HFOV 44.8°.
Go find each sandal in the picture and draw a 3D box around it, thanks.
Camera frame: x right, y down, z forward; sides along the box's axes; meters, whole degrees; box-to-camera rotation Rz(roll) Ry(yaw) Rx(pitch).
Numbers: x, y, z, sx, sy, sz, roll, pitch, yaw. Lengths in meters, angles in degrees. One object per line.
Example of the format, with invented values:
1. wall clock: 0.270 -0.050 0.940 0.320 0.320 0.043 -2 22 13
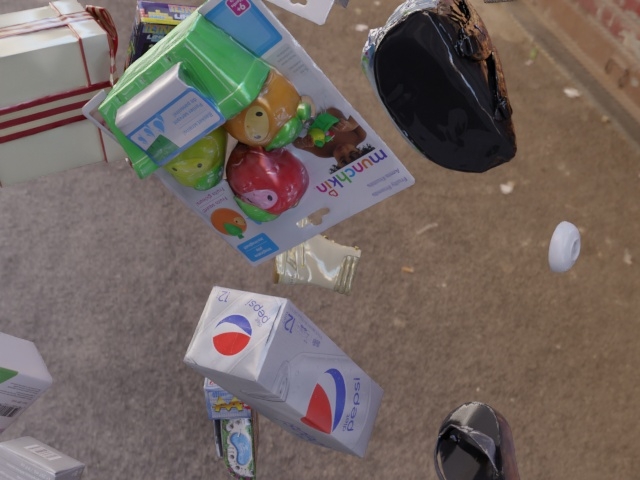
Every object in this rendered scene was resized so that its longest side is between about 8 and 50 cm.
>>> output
1. sandal: 0.161 0.237 0.816 0.054 0.097 0.254 31 11 -8

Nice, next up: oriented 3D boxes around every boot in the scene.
1. boot: 0.000 0.000 1.874 0.203 0.095 0.262 11 60 -4

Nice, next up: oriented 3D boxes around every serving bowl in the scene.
1. serving bowl: 0.392 0.012 1.233 0.027 0.083 0.083 12 35 38

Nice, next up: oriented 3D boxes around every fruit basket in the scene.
1. fruit basket: -0.105 -0.123 1.048 0.353 0.327 0.165 49 37 -20

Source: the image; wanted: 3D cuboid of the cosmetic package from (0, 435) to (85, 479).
1. cosmetic package: -0.500 0.460 1.282 0.127 0.238 0.107 19 -3 14

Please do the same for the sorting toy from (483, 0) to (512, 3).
1. sorting toy: 0.270 -0.406 1.237 0.083 0.062 0.012 6 41 33

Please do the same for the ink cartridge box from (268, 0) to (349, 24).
1. ink cartridge box: 0.004 -0.372 0.993 0.104 0.180 0.060 27 10 10

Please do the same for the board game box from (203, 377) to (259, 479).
1. board game box: -0.121 0.223 1.077 0.060 0.194 0.194 -3 6 -1

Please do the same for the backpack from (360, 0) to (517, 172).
1. backpack: 0.196 -0.294 1.326 0.273 0.290 0.355 -23 28 35

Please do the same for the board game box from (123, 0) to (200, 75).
1. board game box: -0.207 -0.293 1.197 0.170 0.141 0.048 -1 57 -25

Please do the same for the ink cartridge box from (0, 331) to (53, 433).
1. ink cartridge box: -0.677 0.299 1.440 0.278 0.201 0.117 -44 58 4

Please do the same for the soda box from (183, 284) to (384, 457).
1. soda box: -0.028 0.156 0.876 0.098 0.286 0.091 8 65 30

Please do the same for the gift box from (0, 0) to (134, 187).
1. gift box: -0.451 -0.242 1.316 0.258 0.255 0.276 -20 43 -22
